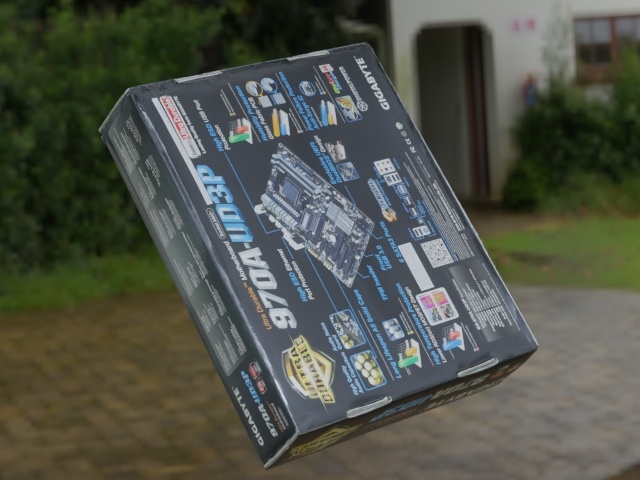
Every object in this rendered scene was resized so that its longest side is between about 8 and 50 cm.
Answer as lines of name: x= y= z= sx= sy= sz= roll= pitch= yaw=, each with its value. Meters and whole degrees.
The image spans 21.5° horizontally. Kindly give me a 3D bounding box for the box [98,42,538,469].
box: x=0.000 y=0.000 z=0.952 sx=0.175 sy=0.220 sz=0.051 roll=-16 pitch=-20 yaw=-36
